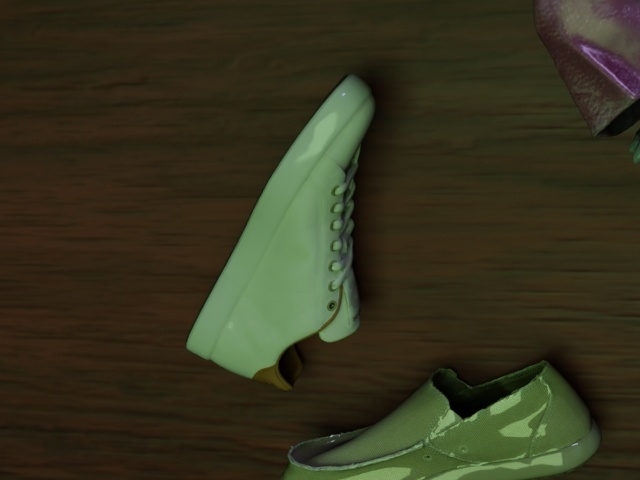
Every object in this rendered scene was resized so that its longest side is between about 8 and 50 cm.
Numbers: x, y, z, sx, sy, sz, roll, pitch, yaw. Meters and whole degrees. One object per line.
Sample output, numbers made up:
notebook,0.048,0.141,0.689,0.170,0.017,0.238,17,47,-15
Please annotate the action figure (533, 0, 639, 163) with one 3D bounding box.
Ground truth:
action figure,0.161,-0.247,1.091,0.276,0.248,0.370,-39,94,24

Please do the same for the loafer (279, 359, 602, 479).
loafer,0.091,0.155,1.321,0.269,0.102,0.092,-13,100,12

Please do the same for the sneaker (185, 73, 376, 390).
sneaker,0.000,0.000,1.308,0.123,0.106,0.290,29,122,2
